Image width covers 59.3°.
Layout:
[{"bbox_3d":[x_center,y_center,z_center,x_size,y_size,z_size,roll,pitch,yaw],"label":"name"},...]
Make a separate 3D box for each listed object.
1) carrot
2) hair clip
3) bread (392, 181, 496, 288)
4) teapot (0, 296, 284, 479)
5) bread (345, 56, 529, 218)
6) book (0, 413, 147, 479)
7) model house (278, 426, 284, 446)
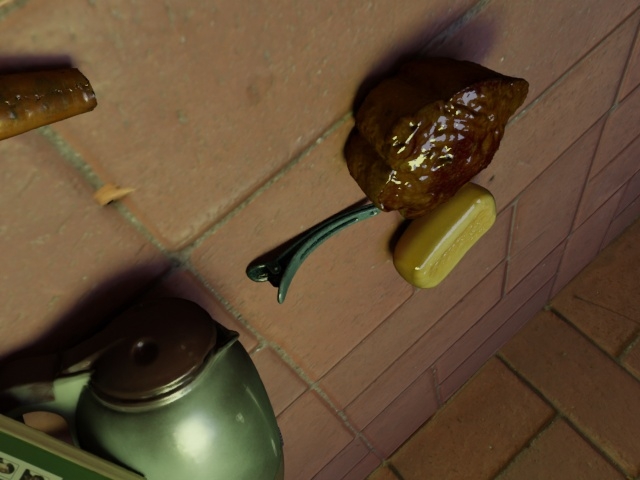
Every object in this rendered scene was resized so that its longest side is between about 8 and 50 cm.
[{"bbox_3d":[-0.240,-0.091,0.392,0.161,0.055,0.055,-28,147,-42],"label":"carrot"},{"bbox_3d":[0.000,0.000,0.818,0.229,0.070,0.039,-39,148,-26],"label":"hair clip"},{"bbox_3d":[0.219,-0.015,1.022,0.217,0.098,0.147,-47,150,-2],"label":"bread"},{"bbox_3d":[-0.213,0.215,0.669,0.315,0.233,0.312,-13,128,-10],"label":"teapot"},{"bbox_3d":[0.145,-0.130,0.744,0.247,0.135,0.232,-19,142,-39],"label":"bread"},{"bbox_3d":[-0.335,0.254,0.548,0.264,0.027,0.202,32,105,-15],"label":"book"},{"bbox_3d":[-0.130,0.399,1.093,0.101,0.100,0.087,-18,141,-40],"label":"model house"}]
